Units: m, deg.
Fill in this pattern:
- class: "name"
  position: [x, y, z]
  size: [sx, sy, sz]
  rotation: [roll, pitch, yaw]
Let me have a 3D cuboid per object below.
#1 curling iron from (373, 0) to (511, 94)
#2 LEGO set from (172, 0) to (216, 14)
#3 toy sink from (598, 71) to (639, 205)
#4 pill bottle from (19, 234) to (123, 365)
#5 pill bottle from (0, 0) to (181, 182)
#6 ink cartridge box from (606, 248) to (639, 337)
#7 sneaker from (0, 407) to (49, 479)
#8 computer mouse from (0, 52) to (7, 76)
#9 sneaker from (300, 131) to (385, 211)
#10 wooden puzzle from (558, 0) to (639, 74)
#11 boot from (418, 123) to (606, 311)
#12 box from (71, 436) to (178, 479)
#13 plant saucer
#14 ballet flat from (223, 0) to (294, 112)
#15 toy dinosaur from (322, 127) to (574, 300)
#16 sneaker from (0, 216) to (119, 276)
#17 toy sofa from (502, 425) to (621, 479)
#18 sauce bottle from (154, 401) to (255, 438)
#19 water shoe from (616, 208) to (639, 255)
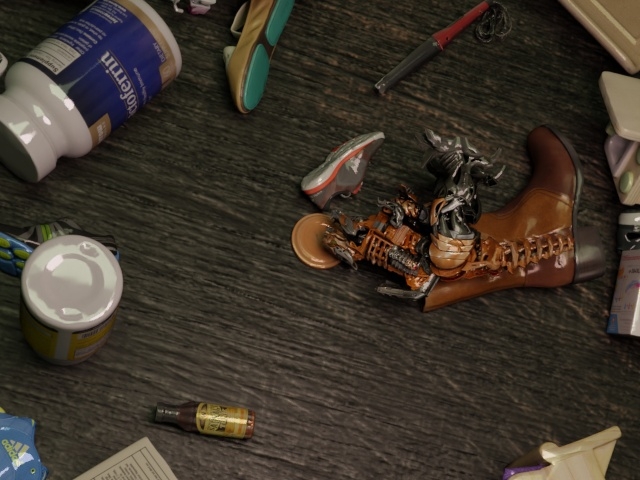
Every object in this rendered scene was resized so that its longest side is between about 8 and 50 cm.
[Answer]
- class: "curling iron"
  position: [0.191, -0.296, 1.886]
  size: [0.274, 0.035, 0.068]
  rotation: [-32, 79, -23]
- class: "LEGO set"
  position: [-0.241, -0.465, 1.829]
  size: [0.132, 0.107, 0.287]
  rotation: [19, 54, -45]
- class: "toy sink"
  position: [0.510, -0.135, 1.830]
  size: [0.234, 0.131, 0.152]
  rotation: [12, 40, -13]
- class: "pill bottle"
  position: [-0.311, 0.081, 1.512]
  size: [0.119, 0.208, 0.119]
  rotation: [5, 68, -13]
- class: "pill bottle"
  position: [-0.327, -0.207, 1.654]
  size: [0.153, 0.153, 0.264]
  rotation: [43, 66, 5]
- class: "ink cartridge box"
  position: [0.480, 0.073, 1.761]
  size: [0.090, 0.092, 0.143]
  rotation: [12, 85, -8]
- class: "sneaker"
  position: [-0.393, 0.309, 1.466]
  size: [0.126, 0.091, 0.240]
  rotation: [8, 66, -12]
- class: "computer mouse"
  position: [-0.494, -0.241, 1.653]
  size: [0.193, 0.042, 0.106]
  rotation: [28, 54, 31]
- class: "sneaker"
  position: [0.039, -0.098, 1.769]
  size: [0.158, 0.061, 0.065]
  rotation: [-40, 110, -24]
- class: "wooden puzzle"
  position: [0.482, -0.455, 2.007]
  size: [0.348, 0.080, 0.322]
  rotation: [-39, 83, -29]
- class: "boot"
  position: [0.247, -0.037, 1.792]
  size: [0.280, 0.096, 0.264]
  rotation: [-9, 72, -5]
- class: "box"
  position: [-0.259, 0.368, 1.438]
  size: [0.232, 0.127, 0.148]
  rotation: [-29, 60, -22]
- class: "plant saucer"
  position: [0.000, 0.000, 1.732]
  size: [0.083, 0.013, 0.083]
  rotation: [5, 68, -13]
- class: "ballet flat"
  position: [-0.102, -0.285, 1.798]
  size: [0.073, 0.080, 0.232]
  rotation: [9, 61, 19]
- class: "toy dinosaur"
  position: [0.172, -0.018, 1.684]
  size: [0.322, 0.164, 0.218]
  rotation: [12, 76, -7]
- class: "sneaker"
  position: [-0.359, 0.007, 1.618]
  size: [0.188, 0.067, 0.078]
  rotation: [10, 46, -9]
- class: "toy sofa"
  position: [0.352, 0.438, 1.575]
  size: [0.177, 0.150, 0.362]
  rotation: [-18, 74, -15]
- class: "sauce bottle"
  position: [-0.150, 0.231, 1.586]
  size: [0.128, 0.042, 0.042]
  rotation: [7, 67, -12]
- class: "water shoe"
  position: [0.538, 0.005, 1.850]
  size: [0.203, 0.073, 0.080]
  rotation: [10, 92, -10]
